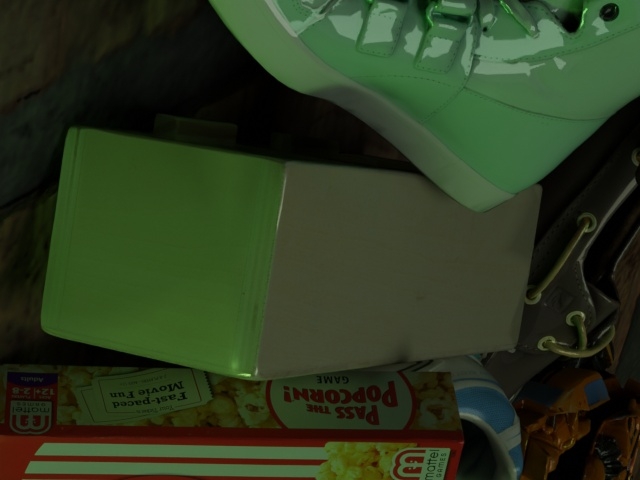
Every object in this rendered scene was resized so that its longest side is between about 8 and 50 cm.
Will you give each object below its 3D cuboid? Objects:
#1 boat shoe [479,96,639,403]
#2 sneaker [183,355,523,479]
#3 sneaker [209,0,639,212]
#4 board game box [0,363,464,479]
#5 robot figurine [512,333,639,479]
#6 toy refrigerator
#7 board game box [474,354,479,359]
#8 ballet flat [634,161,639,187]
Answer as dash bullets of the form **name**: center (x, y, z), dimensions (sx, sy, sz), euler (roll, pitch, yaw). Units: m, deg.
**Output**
- **boat shoe**: center (0.144, 0.013, 1.159), dimensions (0.324, 0.097, 0.116), euler (-62, 157, 5)
- **sneaker**: center (-0.011, 0.105, 0.900), dimensions (0.237, 0.086, 0.085), euler (-9, 134, -22)
- **sneaker**: center (0.052, -0.116, 0.734), dimensions (0.151, 0.094, 0.256), euler (-36, 142, 20)
- **board game box**: center (-0.046, 0.120, 0.828), dimensions (0.045, 0.194, 0.146), euler (-98, -168, -49)
- **robot figurine**: center (0.162, 0.168, 1.357), dimensions (0.291, 0.085, 0.211), euler (-16, 121, -63)
- **toy refrigerator**: center (0.000, 0.000, 0.840), dimensions (0.269, 0.102, 0.094), euler (0, 100, -62)
- **board game box**: center (-0.022, 0.214, 1.091), dimensions (0.254, 0.079, 0.336), euler (-42, 151, -34)
- **ballet flat**: center (0.244, -0.157, 1.093), dimensions (0.116, 0.124, 0.342), euler (65, 36, -60)
